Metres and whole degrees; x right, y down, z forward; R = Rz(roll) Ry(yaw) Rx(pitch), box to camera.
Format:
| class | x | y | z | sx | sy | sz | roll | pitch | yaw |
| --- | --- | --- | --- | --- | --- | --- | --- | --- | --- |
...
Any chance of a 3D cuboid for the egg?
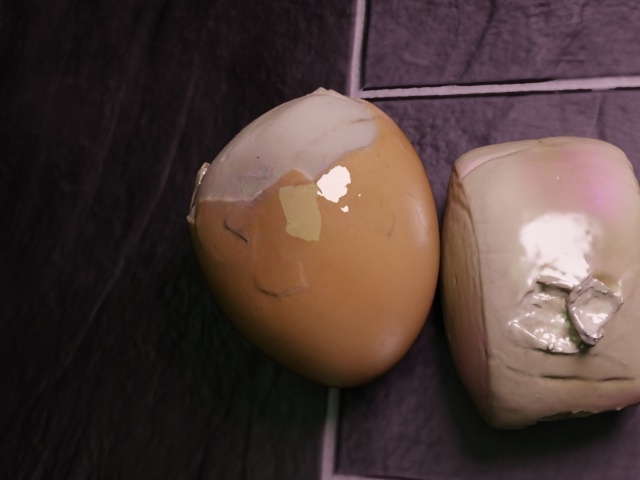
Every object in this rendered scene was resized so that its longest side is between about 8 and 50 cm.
| class | x | y | z | sx | sy | sz | roll | pitch | yaw |
| --- | --- | --- | --- | --- | --- | --- | --- | --- | --- |
| egg | 0.000 | 0.000 | 0.619 | 0.201 | 0.201 | 0.244 | -20 | 83 | 8 |

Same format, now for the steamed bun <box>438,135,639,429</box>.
| class | x | y | z | sx | sy | sz | roll | pitch | yaw |
| --- | --- | --- | --- | --- | --- | --- | --- | --- | --- |
| steamed bun | 0.178 | 0.022 | 0.585 | 0.170 | 0.152 | 0.238 | -5 | 75 | 7 |
